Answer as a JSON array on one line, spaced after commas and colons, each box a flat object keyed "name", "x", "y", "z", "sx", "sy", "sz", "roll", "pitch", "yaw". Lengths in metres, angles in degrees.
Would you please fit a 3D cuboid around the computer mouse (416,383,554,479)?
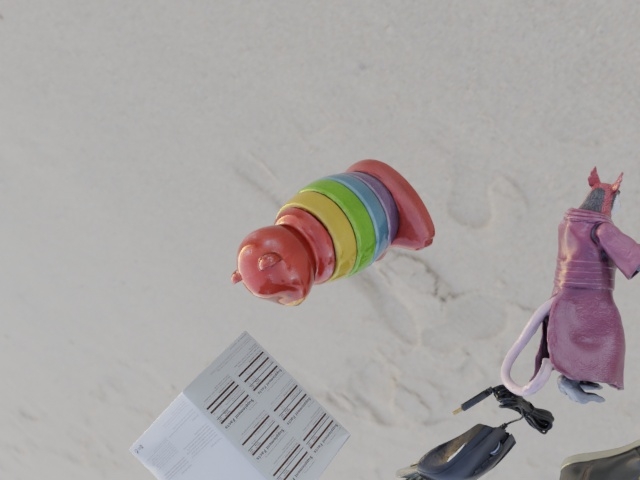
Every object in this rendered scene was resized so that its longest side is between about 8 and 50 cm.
[{"name": "computer mouse", "x": 0.262, "y": 0.347, "z": 1.586, "sx": 0.262, "sy": 0.060, "sz": 0.184, "roll": -33, "pitch": 131, "yaw": 18}]

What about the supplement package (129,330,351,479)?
[{"name": "supplement package", "x": -0.110, "y": 0.273, "z": 1.252, "sx": 0.203, "sy": 0.149, "sz": 0.194, "roll": 45, "pitch": 133, "yaw": 2}]

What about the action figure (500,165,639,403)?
[{"name": "action figure", "x": 0.412, "y": 0.063, "z": 1.492, "sx": 0.248, "sy": 0.276, "sz": 0.369, "roll": -175, "pitch": 89, "yaw": -72}]

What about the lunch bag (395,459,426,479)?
[{"name": "lunch bag", "x": 0.208, "y": 0.545, "z": 1.889, "sx": 0.169, "sy": 0.287, "sz": 0.235, "roll": 36, "pitch": 175, "yaw": 10}]

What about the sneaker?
[{"name": "sneaker", "x": 0.400, "y": 0.319, "z": 1.158, "sx": 0.222, "sy": 0.118, "sz": 0.083, "roll": -27, "pitch": 116, "yaw": 38}]

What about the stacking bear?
[{"name": "stacking bear", "x": 0.000, "y": 0.000, "z": 1.349, "sx": 0.175, "sy": 0.289, "sz": 0.164, "roll": -17, "pitch": 99, "yaw": 49}]
